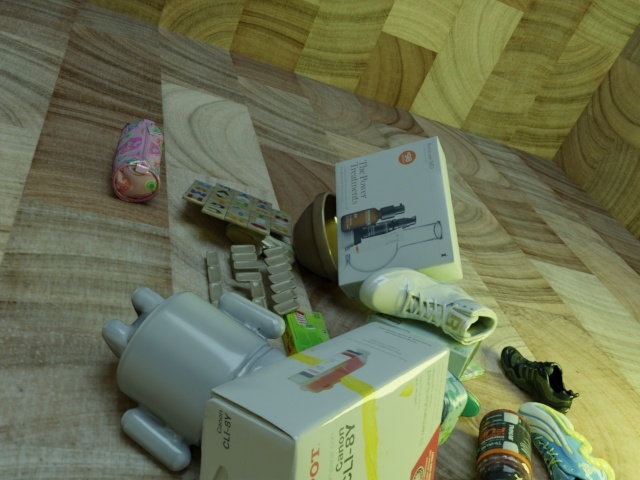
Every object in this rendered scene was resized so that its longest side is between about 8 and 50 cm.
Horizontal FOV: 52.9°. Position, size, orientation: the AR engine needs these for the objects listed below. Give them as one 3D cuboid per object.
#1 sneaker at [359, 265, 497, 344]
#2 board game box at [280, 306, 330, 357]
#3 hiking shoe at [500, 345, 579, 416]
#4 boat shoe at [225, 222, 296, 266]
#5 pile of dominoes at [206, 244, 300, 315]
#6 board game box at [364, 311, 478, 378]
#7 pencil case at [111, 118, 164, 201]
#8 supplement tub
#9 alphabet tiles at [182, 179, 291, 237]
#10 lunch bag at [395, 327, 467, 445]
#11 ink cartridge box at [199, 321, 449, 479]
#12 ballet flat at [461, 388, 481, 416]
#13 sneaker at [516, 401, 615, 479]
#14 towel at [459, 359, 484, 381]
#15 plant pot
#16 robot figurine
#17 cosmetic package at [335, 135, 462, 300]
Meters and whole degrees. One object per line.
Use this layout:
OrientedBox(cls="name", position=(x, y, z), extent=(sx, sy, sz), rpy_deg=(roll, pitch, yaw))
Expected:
OrientedBox(cls="sneaker", position=(0.237, 0.138, 1.346), extent=(0.292, 0.108, 0.169), rpy_deg=(9, 15, -30))
OrientedBox(cls="board game box", position=(-0.026, 0.221, 1.365), extent=(0.092, 0.043, 0.181), rpy_deg=(12, 30, -24))
OrientedBox(cls="hiking shoe", position=(0.540, 0.327, 1.579), extent=(0.086, 0.114, 0.227), rpy_deg=(4, 34, -37))
OrientedBox(cls="boat shoe", position=(-0.152, 0.016, 1.602), extent=(0.190, 0.068, 0.072), rpy_deg=(22, 43, -4))
OrientedBox(cls="pile of dominoes", position=(-0.156, 0.101, 1.461), extent=(0.196, 0.040, 0.251), rpy_deg=(-1, 38, -14))
OrientedBox(cls="board game box", position=(0.244, 0.213, 1.466), extent=(0.224, 0.097, 0.303), rpy_deg=(24, 18, 19))
OrientedBox(cls="pencil case", position=(-0.469, -0.212, 1.668), extent=(0.124, 0.124, 0.284), rpy_deg=(15, 30, -19))
OrientedBox(cls="supplement tub", position=(0.360, 0.428, 1.261), extent=(0.106, 0.106, 0.198), rpy_deg=(28, 27, 4))
OrientedBox(cls="alphabet tiles", position=(-0.210, -0.088, 1.693), extent=(0.285, 0.011, 0.342), rpy_deg=(21, 13, -8))
OrientedBox(cls="lunch bag", position=(0.168, 0.296, 1.258), extent=(0.090, 0.176, 0.219), rpy_deg=(-9, 41, -41))
OrientedBox(cls="ink cartridge box", position=(0.020, 0.312, 0.954), extent=(0.160, 0.279, 0.385), rpy_deg=(16, 18, 37))
OrientedBox(cls="ballet flat", position=(0.250, 0.318, 1.399), extent=(0.213, 0.072, 0.068), rpy_deg=(21, 23, -8))
OrientedBox(cls="sneaker", position=(0.509, 0.449, 1.366), extent=(0.240, 0.091, 0.126), rpy_deg=(39, 31, 22))
OrientedBox(cls="towel", position=(0.317, 0.292, 1.552), extent=(0.152, 0.023, 0.113), rpy_deg=(-2, 39, -42))
OrientedBox(cls="plant pot", position=(0.000, 0.000, 1.646), extent=(0.110, 0.237, 0.237), rpy_deg=(-11, 21, 17))
OrientedBox(cls="robot figurine", position=(-0.186, 0.219, 1.059), extent=(0.353, 0.200, 0.300), rpy_deg=(32, 68, 12))
OrientedBox(cls="cosmetic package", position=(0.185, -0.059, 1.608), extent=(0.097, 0.284, 0.377), rpy_deg=(54, 28, -53))
